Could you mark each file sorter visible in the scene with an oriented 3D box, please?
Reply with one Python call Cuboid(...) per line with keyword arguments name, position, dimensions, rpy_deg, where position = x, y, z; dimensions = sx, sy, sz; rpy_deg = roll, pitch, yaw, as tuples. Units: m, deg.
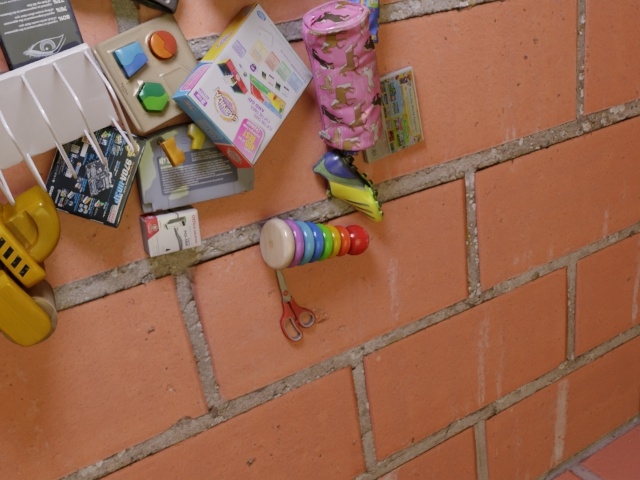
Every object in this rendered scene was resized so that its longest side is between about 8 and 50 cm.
Cuboid(name="file sorter", position=(-0.533, -0.220, 1.312), dimensions=(0.278, 0.173, 0.192), rpy_deg=(-27, 142, -16))

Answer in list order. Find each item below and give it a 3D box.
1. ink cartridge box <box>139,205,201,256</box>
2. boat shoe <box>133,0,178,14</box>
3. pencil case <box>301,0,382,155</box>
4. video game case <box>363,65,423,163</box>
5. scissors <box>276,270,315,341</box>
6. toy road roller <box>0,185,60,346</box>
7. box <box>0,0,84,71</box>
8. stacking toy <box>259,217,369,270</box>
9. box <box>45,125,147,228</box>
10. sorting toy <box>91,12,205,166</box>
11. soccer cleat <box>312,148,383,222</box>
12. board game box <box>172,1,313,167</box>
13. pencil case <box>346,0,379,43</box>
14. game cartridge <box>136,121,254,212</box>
Cuboid(name="ink cartridge box", position=(-0.372, -0.024, 1.661), dimensions=(0.135, 0.056, 0.099), rpy_deg=(-15, 113, -27))
Cuboid(name="boat shoe", position=(-0.447, -0.548, 1.400), dimensions=(0.335, 0.112, 0.095), rpy_deg=(-3, 103, -35))
Cuboid(name="pencil case", position=(0.059, -0.406, 1.680), dimensions=(0.167, 0.160, 0.386), rpy_deg=(-52, 146, -35))
Cuboid(name="video game case", position=(0.195, -0.361, 1.917), dimensions=(0.206, 0.026, 0.226), rpy_deg=(-25, 117, -22))
Cuboid(name="scissors", position=(-0.104, 0.171, 1.917), dimensions=(0.109, 0.021, 0.297), rpy_deg=(-38, 124, -13))
Cuboid(name="toy road roller", position=(-0.633, 0.035, 1.414), dimensions=(0.241, 0.202, 0.329), rpy_deg=(-35, 122, -9))
Cuboid(name="box", position=(-0.575, -0.409, 1.369), dimensions=(0.153, 0.108, 0.207), rpy_deg=(-22, 117, -23))
Cuboid(name="stacking toy", position=(0.000, 0.000, 1.868), dimensions=(0.330, 0.141, 0.141), rpy_deg=(-5, 109, -37))
Cuboid(name="box", position=(-0.509, -0.157, 1.502), dimensions=(0.175, 0.051, 0.220), rpy_deg=(18, 96, -15))
Cuboid(name="sorting toy", position=(-0.344, -0.338, 1.509), dimensions=(0.229, 0.041, 0.307), rpy_deg=(-39, 111, -33))
Cuboid(name="soccer cleat", position=(0.082, -0.145, 1.900), dimensions=(0.121, 0.093, 0.289), rpy_deg=(-29, 130, 15))
Cuboid(name="board game box", position=(-0.175, -0.370, 1.601), dimensions=(0.242, 0.064, 0.316), rpy_deg=(48, 61, -34))
Cuboid(name="pencil case", position=(0.091, -0.650, 1.691), dimensions=(0.133, 0.119, 0.306), rpy_deg=(-27, 122, -52))
Cuboid(name="game cartridge", position=(-0.309, -0.192, 1.646), dimensions=(0.297, 0.062, 0.198), rpy_deg=(-14, 109, -27))
